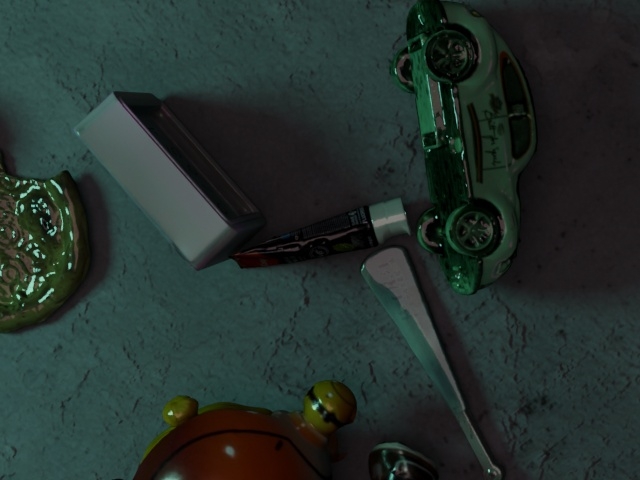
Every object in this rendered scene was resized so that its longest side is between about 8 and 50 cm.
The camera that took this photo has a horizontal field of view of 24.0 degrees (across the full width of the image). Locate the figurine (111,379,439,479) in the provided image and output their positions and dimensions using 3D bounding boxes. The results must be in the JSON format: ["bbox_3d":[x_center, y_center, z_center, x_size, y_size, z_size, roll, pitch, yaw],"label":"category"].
[{"bbox_3d":[-0.062,0.290,1.567,0.323,0.196,0.320,21,102,-3],"label":"figurine"}]

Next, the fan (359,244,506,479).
[{"bbox_3d":[0.123,0.137,1.620,0.057,0.023,0.282,-26,87,8],"label":"fan"}]

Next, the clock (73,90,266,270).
[{"bbox_3d":[-0.155,-0.066,1.589,0.063,0.150,0.197,-42,86,12],"label":"clock"}]

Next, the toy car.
[{"bbox_3d":[0.158,-0.101,1.551,0.125,0.136,0.306,-11,92,-12],"label":"toy car"}]

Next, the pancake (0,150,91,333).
[{"bbox_3d":[-0.366,-0.006,1.688,0.235,0.029,0.212,17,96,10],"label":"pancake"}]

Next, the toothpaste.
[{"bbox_3d":[0.000,0.000,1.616,0.193,0.071,0.045,-15,76,4],"label":"toothpaste"}]
